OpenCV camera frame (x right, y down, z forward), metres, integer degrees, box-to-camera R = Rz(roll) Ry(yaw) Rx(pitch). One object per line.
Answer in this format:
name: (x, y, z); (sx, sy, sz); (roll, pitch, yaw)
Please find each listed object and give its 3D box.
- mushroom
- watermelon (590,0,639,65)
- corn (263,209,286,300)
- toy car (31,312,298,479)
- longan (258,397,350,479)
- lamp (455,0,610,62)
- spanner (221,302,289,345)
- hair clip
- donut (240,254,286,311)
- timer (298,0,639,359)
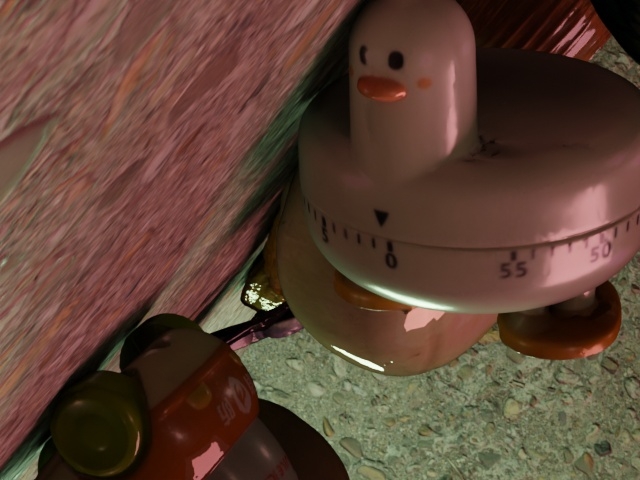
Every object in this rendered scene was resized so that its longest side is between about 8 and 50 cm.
mushroom: (0.058, -0.017, 1.311); (0.246, 0.202, 0.246); (-18, 115, -45)
watermelon: (0.331, -0.235, 1.075); (0.363, 0.363, 0.363); (-50, 178, -3)
corn: (0.000, 0.000, 1.520); (0.093, 0.093, 0.244); (-49, 178, -14)
toy car: (-0.097, 0.188, 1.144); (0.235, 0.235, 0.145); (-51, 178, 25)
longan: (-0.113, 0.306, 1.713); (0.319, 0.319, 0.319); (-50, 178, -3)
lamp: (0.177, -0.193, 1.384); (0.136, 0.136, 0.136); (-50, 178, -3)
spanner: (-0.104, 0.104, 1.527); (0.208, 0.012, 0.046); (-30, 167, -33)
hair clip: (-0.052, 0.073, 1.655); (0.195, 0.052, 0.124); (-22, 179, -24)
donut: (-0.016, 0.018, 1.793); (0.166, 0.073, 0.184); (-52, 180, -22)
timer: (0.097, -0.064, 1.063); (0.233, 0.234, 0.240); (-47, 139, -55)
